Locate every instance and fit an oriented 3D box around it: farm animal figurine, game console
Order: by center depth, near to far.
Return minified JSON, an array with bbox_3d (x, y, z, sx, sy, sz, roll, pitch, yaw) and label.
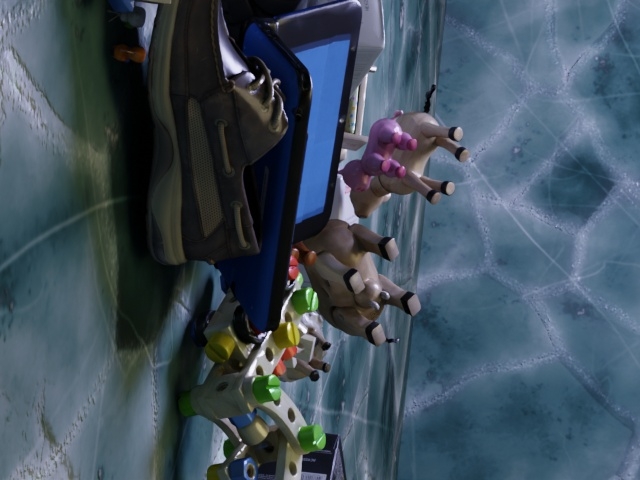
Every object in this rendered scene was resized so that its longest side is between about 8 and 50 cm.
[{"bbox_3d":[-0.009,-0.085,1.823,0.250,0.173,0.293,-127,-140,-56],"label":"game console"},{"bbox_3d":[0.032,-0.014,2.239,0.330,0.172,0.327,-25,122,-33],"label":"farm animal figurine"}]

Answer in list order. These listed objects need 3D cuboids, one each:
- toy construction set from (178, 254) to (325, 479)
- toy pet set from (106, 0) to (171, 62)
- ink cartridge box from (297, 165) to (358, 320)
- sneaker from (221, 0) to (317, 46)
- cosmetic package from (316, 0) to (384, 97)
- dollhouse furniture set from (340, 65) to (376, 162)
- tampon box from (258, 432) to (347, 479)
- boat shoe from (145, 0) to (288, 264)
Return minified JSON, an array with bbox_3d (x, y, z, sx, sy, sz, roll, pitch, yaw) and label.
[{"bbox_3d":[-0.061,0.143,1.966,0.328,0.151,0.215,-82,147,-61],"label":"toy construction set"},{"bbox_3d":[-0.177,-0.220,1.501,0.114,0.065,0.122,-165,-98,-65],"label":"toy pet set"},{"bbox_3d":[0.000,0.000,2.402,0.148,0.085,0.203,-29,122,-77],"label":"ink cartridge box"},{"bbox_3d":[-0.063,-0.269,1.942,0.140,0.125,0.341,-104,-161,-69],"label":"sneaker"},{"bbox_3d":[0.007,-0.241,2.087,0.231,0.085,0.117,128,-40,-70],"label":"cosmetic package"},{"bbox_3d":[0.006,-0.216,2.425,0.161,0.101,0.182,147,-49,-72],"label":"dollhouse furniture set"},{"bbox_3d":[-0.032,0.337,2.286,0.161,0.120,0.101,82,16,-49],"label":"tampon box"},{"bbox_3d":[-0.094,-0.130,1.625,0.132,0.130,0.355,-87,-178,-50],"label":"boat shoe"}]
